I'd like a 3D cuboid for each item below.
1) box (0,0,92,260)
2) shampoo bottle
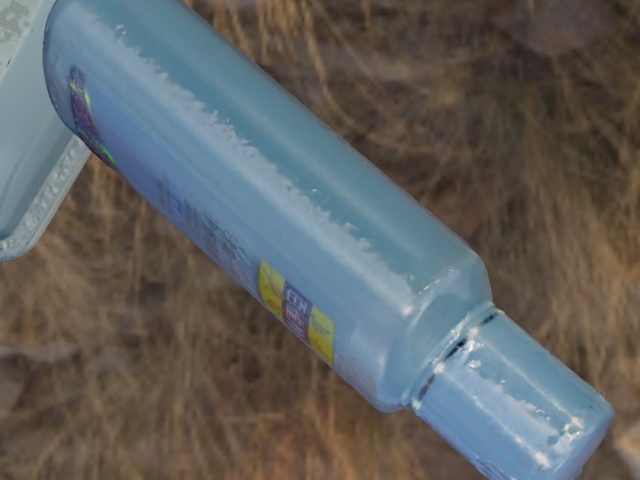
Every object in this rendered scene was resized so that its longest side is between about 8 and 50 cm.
[{"bbox_3d":[-0.206,-0.115,0.950,0.162,0.227,0.130,34,-173,19],"label":"box"},{"bbox_3d":[0.000,0.000,0.601,0.258,0.061,0.104,41,160,17],"label":"shampoo bottle"}]
